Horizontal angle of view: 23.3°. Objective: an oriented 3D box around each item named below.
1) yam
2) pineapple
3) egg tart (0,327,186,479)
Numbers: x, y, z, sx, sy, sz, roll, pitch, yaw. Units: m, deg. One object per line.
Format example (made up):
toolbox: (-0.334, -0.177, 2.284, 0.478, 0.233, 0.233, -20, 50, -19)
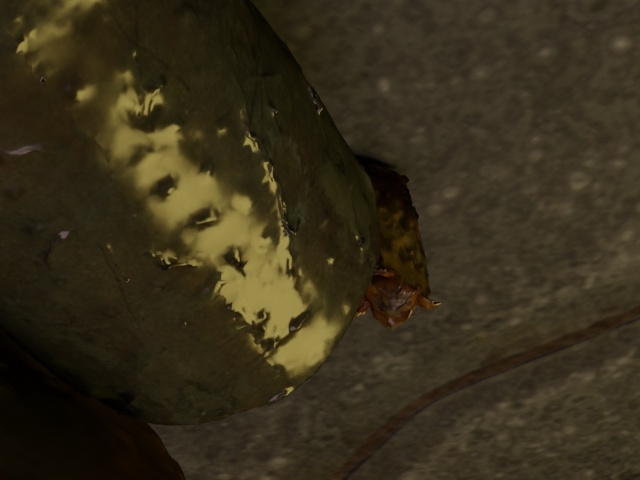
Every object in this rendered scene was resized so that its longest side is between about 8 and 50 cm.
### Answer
yam: (-0.096, -0.053, 0.562, 0.161, 0.161, 0.268, -19, 143, 15)
pineapple: (0.000, 0.000, 0.741, 0.114, 0.077, 0.114, 41, 143, -4)
egg tart: (-0.198, 0.107, 0.615, 0.443, 0.443, 0.178, 28, 96, -38)
